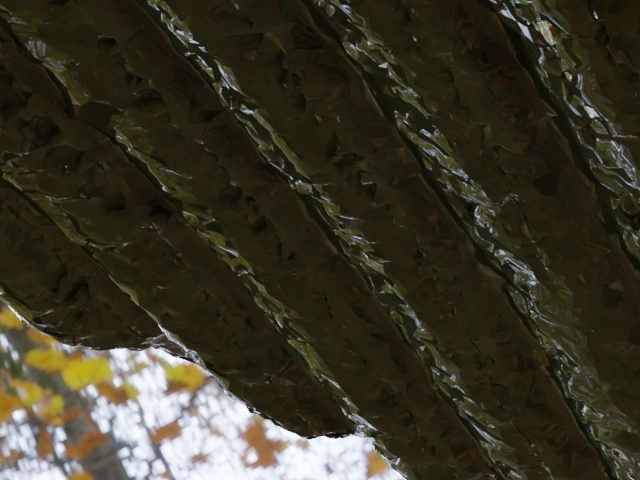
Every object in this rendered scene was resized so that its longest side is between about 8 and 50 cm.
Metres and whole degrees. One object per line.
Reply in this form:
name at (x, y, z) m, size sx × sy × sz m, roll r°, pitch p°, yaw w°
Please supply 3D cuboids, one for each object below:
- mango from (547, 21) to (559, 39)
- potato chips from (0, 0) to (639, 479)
mango at (0.235, 0.015, 0.943) m, size 0.199 × 0.201 × 0.350 m, roll -36°, pitch -56°, yaw 14°
potato chips at (0.000, 0.000, 0.491) m, size 0.429 × 0.358 × 0.070 m, roll 48°, pitch -127°, yaw -46°
